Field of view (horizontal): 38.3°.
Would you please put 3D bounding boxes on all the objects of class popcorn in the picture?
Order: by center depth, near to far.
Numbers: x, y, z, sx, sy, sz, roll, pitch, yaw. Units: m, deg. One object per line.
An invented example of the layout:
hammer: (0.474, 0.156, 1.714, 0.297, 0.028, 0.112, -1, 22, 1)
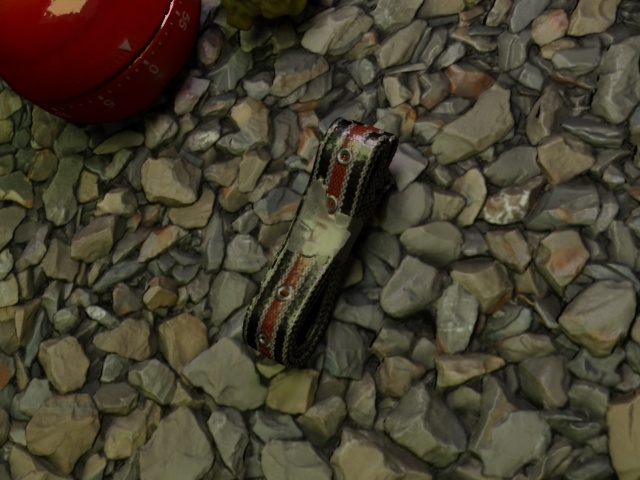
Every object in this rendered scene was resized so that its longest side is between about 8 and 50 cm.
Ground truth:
popcorn: (-0.105, -0.470, 1.485, 0.233, 0.192, 0.266, 56, 135, 39)

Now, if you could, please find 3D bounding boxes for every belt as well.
belt: (0.000, 0.000, 1.279, 0.094, 0.126, 0.359, 23, 86, 22)

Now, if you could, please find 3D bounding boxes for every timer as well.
timer: (-0.395, -0.394, 1.581, 0.378, 0.279, 0.377, -13, 61, 24)
